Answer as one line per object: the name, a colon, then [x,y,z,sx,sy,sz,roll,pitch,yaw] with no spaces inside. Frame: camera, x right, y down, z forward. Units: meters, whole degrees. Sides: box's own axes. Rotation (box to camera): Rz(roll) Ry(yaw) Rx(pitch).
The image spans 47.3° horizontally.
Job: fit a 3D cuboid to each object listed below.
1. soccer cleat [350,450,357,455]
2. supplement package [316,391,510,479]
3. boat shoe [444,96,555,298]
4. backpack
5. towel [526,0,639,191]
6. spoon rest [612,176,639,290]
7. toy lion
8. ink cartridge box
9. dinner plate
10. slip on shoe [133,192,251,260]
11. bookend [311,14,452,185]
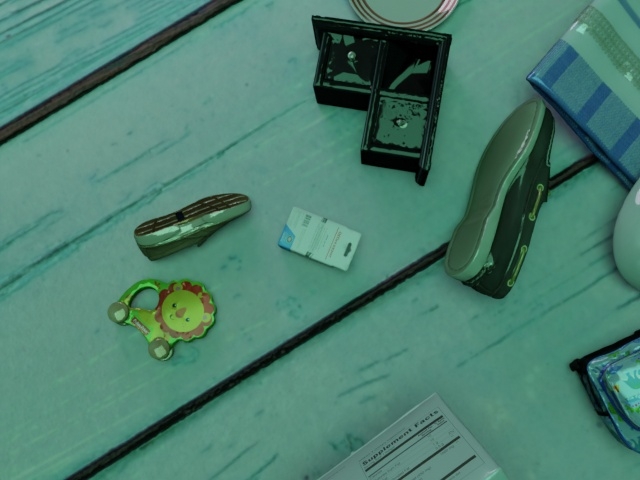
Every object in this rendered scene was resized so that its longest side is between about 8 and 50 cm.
soccer cleat: [0.022,0.313,0.758,0.076,0.068,0.196,34,99,51]
supplement package: [0.114,0.314,0.656,0.204,0.145,0.262,-36,108,-3]
boat shoe: [0.207,-0.047,0.795,0.069,0.081,0.227,31,75,-18]
backpack: [0.334,0.158,0.748,0.105,0.084,0.114,-25,83,2]
towel: [0.386,-0.208,0.800,0.209,0.034,0.285,44,86,-9]
spoon rest: [0.398,-0.070,0.765,0.137,0.084,0.276,15,105,-9]
toy lion: [-0.171,0.079,0.820,0.100,0.034,0.096,39,78,9]
ink cartridge box: [0.000,0.000,0.821,0.083,0.028,0.048,22,83,7]
dinner plate: [0.099,-0.308,0.870,0.141,0.017,0.141,-1,82,4]
slip on shoe: [-0.141,-0.015,0.828,0.135,0.051,0.041,-21,120,-8]
bookend: [0.055,-0.156,0.821,0.157,0.072,0.156,10,82,6]
